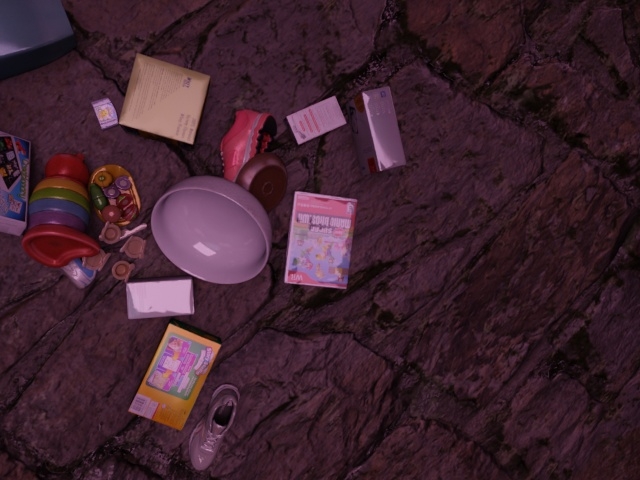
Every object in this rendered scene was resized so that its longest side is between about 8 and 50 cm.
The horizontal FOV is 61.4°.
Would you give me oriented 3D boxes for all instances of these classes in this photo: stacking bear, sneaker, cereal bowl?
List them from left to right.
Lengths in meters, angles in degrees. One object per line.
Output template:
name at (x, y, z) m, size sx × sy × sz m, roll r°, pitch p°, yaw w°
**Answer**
sneaker at (-0.725, 0.034, 1.499) m, size 0.237 × 0.085 × 0.086 m, roll 42°, pitch 57°, yaw -8°
stacking bear at (-0.683, -0.102, 1.430) m, size 0.175 × 0.164 × 0.289 m, roll -17°, pitch 59°, yaw 17°
sneaker at (-0.317, 0.558, 1.586) m, size 0.099 × 0.121 × 0.263 m, roll 21°, pitch 88°, yaw -12°
cereal bowl at (-0.288, -0.045, 1.506) m, size 0.338 × 0.141 × 0.339 m, roll 8°, pitch 132°, yaw 8°
sneaker at (-0.241, -0.239, 1.594) m, size 0.136 × 0.116 × 0.314 m, roll 26°, pitch 96°, yaw 21°

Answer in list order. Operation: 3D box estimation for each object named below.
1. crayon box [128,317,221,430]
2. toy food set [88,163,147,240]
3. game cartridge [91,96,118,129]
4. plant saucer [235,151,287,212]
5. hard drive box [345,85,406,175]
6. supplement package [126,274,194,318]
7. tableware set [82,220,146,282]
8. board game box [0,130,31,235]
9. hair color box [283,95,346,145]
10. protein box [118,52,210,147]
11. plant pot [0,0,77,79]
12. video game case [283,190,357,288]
crayon box at (-0.421, 0.389, 1.575) m, size 0.165 × 0.081 × 0.279 m, roll 26°, pitch 87°, yaw -13°
toy food set at (-0.578, -0.109, 1.523) m, size 0.128 × 0.071 × 0.218 m, roll -20°, pitch 97°, yaw -11°
game cartridge at (-0.610, -0.362, 1.534) m, size 0.055 × 0.017 × 0.083 m, roll -22°, pitch 97°, yaw -15°
plant saucer at (-0.162, -0.156, 1.574) m, size 0.198 × 0.036 × 0.199 m, roll -27°, pitch 131°, yaw -37°
hard drive box at (0.164, -0.324, 1.627) m, size 0.089 × 0.181 × 0.233 m, roll -15°, pitch 95°, yaw -11°
supplement package at (-0.455, 0.160, 1.546) m, size 0.179 × 0.105 × 0.105 m, roll -3°, pitch 93°, yaw -12°
tableware set at (-0.576, 0.035, 1.518) m, size 0.168 × 0.020 × 0.141 m, roll 32°, pitch 77°, yaw -40°
board game box at (-0.832, -0.164, 1.338) m, size 0.192 × 0.306 × 0.053 m, roll 20°, pitch 130°, yaw -42°
hair color box at (-0.017, -0.365, 1.649) m, size 0.167 × 0.053 × 0.093 m, roll -26°, pitch 99°, yaw -12°
protein box at (-0.431, -0.380, 1.512) m, size 0.201 × 0.136 × 0.200 m, roll 14°, pitch 89°, yaw -12°
plant pot at (-0.780, -0.550, 1.416) m, size 0.234 × 0.165 × 0.166 m, roll -22°, pitch 97°, yaw -17°
video game case at (0.000, 0.000, 1.683) m, size 0.203 × 0.025 × 0.286 m, roll 7°, pitch 91°, yaw -13°
